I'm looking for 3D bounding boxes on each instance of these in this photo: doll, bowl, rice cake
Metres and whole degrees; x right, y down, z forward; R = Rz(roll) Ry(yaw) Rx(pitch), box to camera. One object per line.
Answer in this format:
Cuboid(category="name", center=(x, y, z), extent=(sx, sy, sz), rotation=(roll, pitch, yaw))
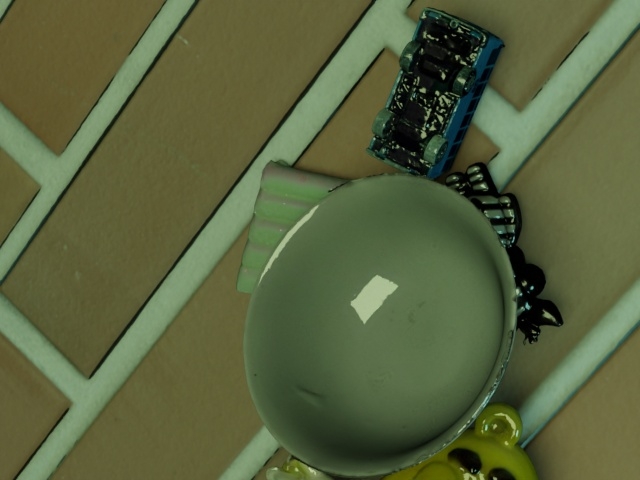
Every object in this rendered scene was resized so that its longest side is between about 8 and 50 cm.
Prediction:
Cuboid(category="doll", center=(0.107, 0.400, 1.525), extent=(0.348, 0.161, 0.423), rotation=(-5, 101, 27))
Cuboid(category="bowl", center=(0.093, 0.109, 1.440), extent=(0.346, 0.157, 0.345), rotation=(-13, 66, 30))
Cuboid(category="rice cake", center=(0.000, 0.000, 1.575), extent=(0.198, 0.037, 0.189), rotation=(18, 104, 19))
Cuboid(category="doll", center=(0.207, 0.017, 1.479), extent=(0.091, 0.067, 0.219), rotation=(-24, 82, 26))

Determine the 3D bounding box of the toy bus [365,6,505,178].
Cuboid(category="toy bus", center=(0.134, -0.170, 1.461), extent=(0.090, 0.106, 0.184), rotation=(30, 112, 20))
